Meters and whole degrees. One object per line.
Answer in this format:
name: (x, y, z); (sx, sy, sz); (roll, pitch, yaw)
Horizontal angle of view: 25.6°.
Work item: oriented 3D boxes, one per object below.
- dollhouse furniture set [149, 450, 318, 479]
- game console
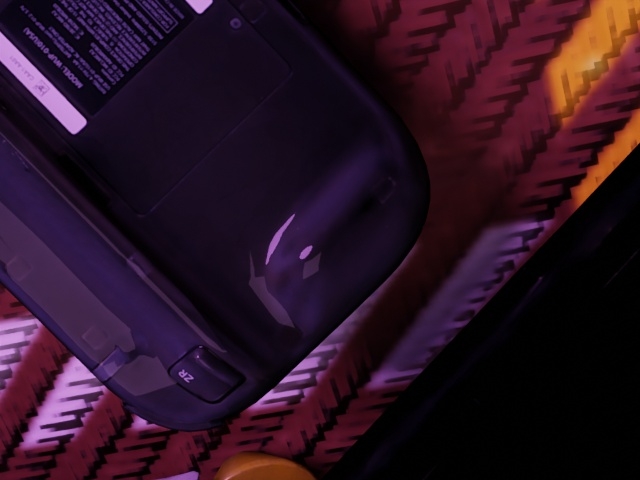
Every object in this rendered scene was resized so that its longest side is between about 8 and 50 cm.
dollhouse furniture set: (-0.158, 0.186, 0.500); (0.303, 0.198, 0.286); (-6, 121, -18)
game console: (0.000, 0.000, 0.368); (0.213, 0.044, 0.361); (-45, 97, -8)
